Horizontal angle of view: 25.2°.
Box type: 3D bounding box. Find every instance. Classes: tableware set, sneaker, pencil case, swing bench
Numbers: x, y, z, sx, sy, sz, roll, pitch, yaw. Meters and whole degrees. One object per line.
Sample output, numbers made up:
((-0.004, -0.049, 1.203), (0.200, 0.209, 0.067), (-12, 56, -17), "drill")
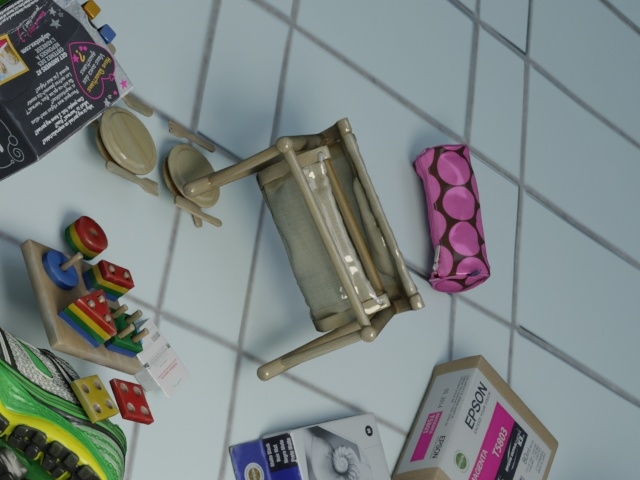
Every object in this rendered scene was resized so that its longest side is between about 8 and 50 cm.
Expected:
((-0.197, -0.090, 1.696), (0.194, 0.039, 0.128), (29, 42, -43), "tableware set")
((-0.330, 0.144, 1.413), (0.343, 0.134, 0.146), (49, 20, -15), "sneaker")
((0.182, -0.034, 2.035), (0.098, 0.095, 0.209), (2, 70, -30), "pencil case")
((0.000, 0.000, 1.736), (0.255, 0.165, 0.253), (-26, 92, -62), "swing bench")

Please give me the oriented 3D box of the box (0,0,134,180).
((-0.334, -0.132, 1.409), (0.142, 0.247, 0.163), (58, 42, -14), "box")

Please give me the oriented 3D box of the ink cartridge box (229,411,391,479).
((0.008, 0.331, 1.726), (0.224, 0.045, 0.223), (-7, 79, -47), "ink cartridge box")

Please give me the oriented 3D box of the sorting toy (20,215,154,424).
((-0.235, 0.069, 1.492), (0.132, 0.046, 0.274), (28, 32, -53), "sorting toy")

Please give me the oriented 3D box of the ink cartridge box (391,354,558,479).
((0.207, 0.303, 1.916), (0.193, 0.088, 0.234), (48, 46, -23), "ink cartridge box")

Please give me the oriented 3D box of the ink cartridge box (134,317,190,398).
((-0.189, 0.136, 1.613), (0.083, 0.028, 0.048), (56, 43, -13), "ink cartridge box")

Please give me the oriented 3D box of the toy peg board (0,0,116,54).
((-0.303, -0.235, 1.613), (0.160, 0.079, 0.161), (47, 46, -22), "toy peg board")
